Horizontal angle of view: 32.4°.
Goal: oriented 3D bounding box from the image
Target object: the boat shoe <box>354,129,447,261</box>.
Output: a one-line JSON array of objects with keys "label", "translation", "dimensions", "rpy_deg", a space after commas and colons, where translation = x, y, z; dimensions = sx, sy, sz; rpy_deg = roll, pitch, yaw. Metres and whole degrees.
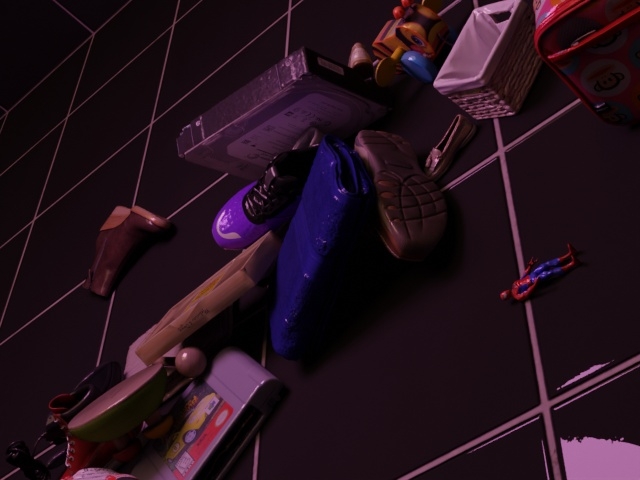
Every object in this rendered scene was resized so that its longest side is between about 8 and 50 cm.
[{"label": "boat shoe", "translation": [0.113, -0.053, 1.718], "dimensions": [0.324, 0.123, 0.116], "rpy_deg": [-100, 26, -57]}]

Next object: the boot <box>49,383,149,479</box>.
[{"label": "boot", "translation": [-0.437, 0.359, 1.931], "dimensions": [0.244, 0.176, 0.088], "rpy_deg": [-46, 31, 11]}]

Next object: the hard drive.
[{"label": "hard drive", "translation": [-0.068, -0.217, 2.020], "dimensions": [0.339, 0.237, 0.064], "rpy_deg": [-26, 62, 35]}]

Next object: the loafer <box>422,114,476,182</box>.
[{"label": "loafer", "translation": [0.196, -0.146, 1.764], "dimensions": [0.125, 0.039, 0.045], "rpy_deg": [-51, 29, 0]}]

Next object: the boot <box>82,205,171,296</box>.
[{"label": "boot", "translation": [-0.427, 0.030, 2.423], "dimensions": [0.248, 0.090, 0.207], "rpy_deg": [7, 74, 56]}]

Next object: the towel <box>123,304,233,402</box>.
[{"label": "towel", "translation": [-0.259, 0.194, 2.006], "dimensions": [0.282, 0.049, 0.187], "rpy_deg": [-37, 30, 24]}]

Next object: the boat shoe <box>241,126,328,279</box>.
[{"label": "boat shoe", "translation": [-0.066, -0.068, 1.985], "dimensions": [0.109, 0.094, 0.302], "rpy_deg": [11, 65, 58]}]

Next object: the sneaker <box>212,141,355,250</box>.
[{"label": "sneaker", "translation": [-0.073, -0.088, 1.859], "dimensions": [0.293, 0.146, 0.102], "rpy_deg": [-30, 72, 10]}]

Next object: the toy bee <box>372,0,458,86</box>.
[{"label": "toy bee", "translation": [0.175, -0.369, 1.928], "dimensions": [0.298, 0.162, 0.195], "rpy_deg": [-15, 43, 47]}]

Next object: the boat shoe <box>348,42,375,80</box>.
[{"label": "boat shoe", "translation": [0.072, -0.304, 2.032], "dimensions": [0.056, 0.153, 0.048], "rpy_deg": [-10, 67, 0]}]

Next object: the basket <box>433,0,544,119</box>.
[{"label": "basket", "translation": [0.277, -0.282, 1.743], "dimensions": [0.113, 0.103, 0.167], "rpy_deg": [1, 56, 55]}]

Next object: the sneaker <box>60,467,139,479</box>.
[{"label": "sneaker", "translation": [-0.408, 0.414, 1.697], "dimensions": [0.145, 0.270, 0.090], "rpy_deg": [170, 92, -66]}]

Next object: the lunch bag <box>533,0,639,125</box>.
[{"label": "lunch bag", "translation": [0.423, -0.300, 1.396], "dimensions": [0.293, 0.258, 0.120], "rpy_deg": [-29, 35, 34]}]

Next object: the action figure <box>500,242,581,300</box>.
[{"label": "action figure", "translation": [0.282, 0.046, 1.436], "dimensions": [0.115, 0.030, 0.038], "rpy_deg": [-38, 36, 25]}]

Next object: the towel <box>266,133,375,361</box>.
[{"label": "towel", "translation": [-0.001, 0.013, 1.724], "dimensions": [0.227, 0.076, 0.308], "rpy_deg": [-101, 30, -61]}]

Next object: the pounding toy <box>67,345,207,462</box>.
[{"label": "pounding toy", "translation": [-0.290, 0.283, 1.815], "dimensions": [0.237, 0.110, 0.183], "rpy_deg": [-37, 8, -37]}]

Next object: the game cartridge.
[{"label": "game cartridge", "translation": [-0.190, 0.312, 1.769], "dimensions": [0.294, 0.060, 0.196], "rpy_deg": [-54, 25, -6]}]

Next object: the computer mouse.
[{"label": "computer mouse", "translation": [-0.445, 0.348, 2.022], "dimensions": [0.060, 0.184, 0.262], "rpy_deg": [37, 66, 22]}]

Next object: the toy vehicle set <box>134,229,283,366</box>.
[{"label": "toy vehicle set", "translation": [-0.186, 0.097, 1.857], "dimensions": [0.267, 0.035, 0.166], "rpy_deg": [-37, 9, 26]}]
